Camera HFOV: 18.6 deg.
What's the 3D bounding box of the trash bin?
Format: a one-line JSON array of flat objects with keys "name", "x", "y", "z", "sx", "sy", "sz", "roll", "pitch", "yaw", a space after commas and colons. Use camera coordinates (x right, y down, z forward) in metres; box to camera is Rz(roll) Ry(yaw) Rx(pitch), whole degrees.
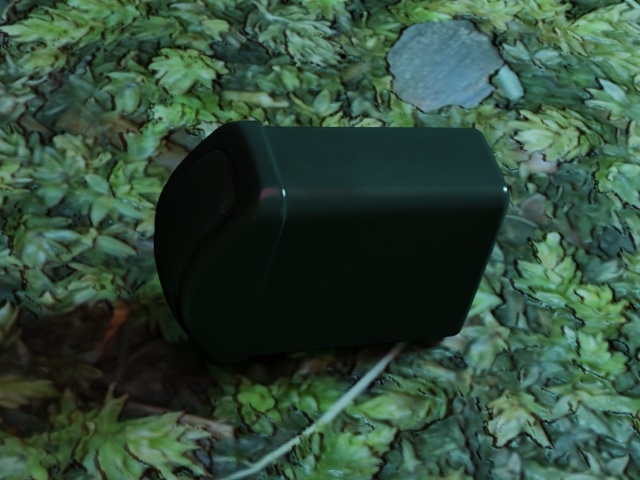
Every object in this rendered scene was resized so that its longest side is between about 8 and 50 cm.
[{"name": "trash bin", "x": 0.000, "y": 0.000, "z": 1.405, "sx": 0.236, "sy": 0.177, "sz": 0.101, "roll": -2, "pitch": 44, "yaw": -20}]
